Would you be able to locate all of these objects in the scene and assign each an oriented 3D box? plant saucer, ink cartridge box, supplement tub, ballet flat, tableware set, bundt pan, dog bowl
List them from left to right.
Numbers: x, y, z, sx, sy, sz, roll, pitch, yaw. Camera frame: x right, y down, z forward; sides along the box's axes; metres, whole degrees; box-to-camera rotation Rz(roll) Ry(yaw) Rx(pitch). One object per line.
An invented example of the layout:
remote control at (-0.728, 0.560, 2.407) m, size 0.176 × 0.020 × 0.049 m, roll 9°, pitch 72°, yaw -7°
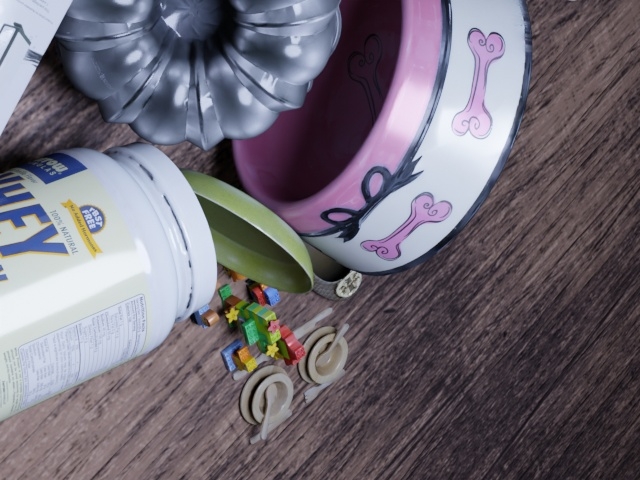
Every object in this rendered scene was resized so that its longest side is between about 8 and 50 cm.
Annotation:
ink cartridge box at (-0.345, -0.198, 1.328) m, size 0.086 × 0.148 × 0.203 m, roll 31°, pitch 86°, yaw -48°
supplement tub at (-0.295, 0.042, 1.406) m, size 0.325 × 0.235 × 0.235 m, roll -25°, pitch 123°, yaw -31°
bundt pan at (-0.133, -0.236, 1.409) m, size 0.331 × 0.124 × 0.331 m, roll -1°, pitch 118°, yaw -2°
plant saucer at (-0.106, -0.017, 1.579) m, size 0.241 × 0.241 × 0.037 m, roll 47°, pitch 66°, yaw -45°
tableware set at (-0.029, 0.191, 1.891) m, size 0.194 × 0.039 × 0.128 m, roll -34°, pitch 128°, yaw -30°
ballet flat at (0.000, 0.000, 1.823) m, size 0.084 × 0.058 × 0.250 m, roll -46°, pitch 134°, yaw -20°
dog bowl at (0.048, -0.172, 1.568) m, size 0.150 × 0.408 × 0.408 m, roll 16°, pitch 96°, yaw -33°

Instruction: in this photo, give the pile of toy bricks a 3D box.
pile of toy bricks at (-0.087, 0.099, 1.746) m, size 0.118 × 0.105 × 0.212 m, roll -37°, pitch 130°, yaw -28°
